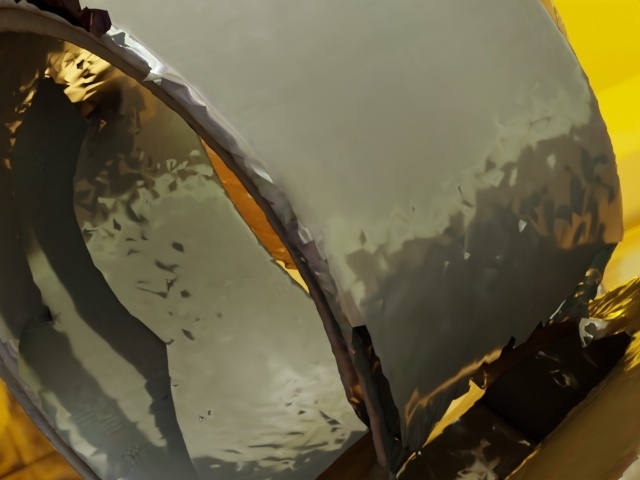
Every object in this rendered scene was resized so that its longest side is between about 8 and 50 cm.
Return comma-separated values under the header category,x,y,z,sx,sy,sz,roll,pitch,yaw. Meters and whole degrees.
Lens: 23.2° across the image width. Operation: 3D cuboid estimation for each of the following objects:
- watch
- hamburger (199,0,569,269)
category,x,y,z,sx,sy,sz,roll,pitch,yaw
watch,0.000,0.000,0.620,0.327,0.314,0.335,51,-33,0
hamburger,0.014,-0.104,0.931,0.283,0.259,0.145,39,30,-41
